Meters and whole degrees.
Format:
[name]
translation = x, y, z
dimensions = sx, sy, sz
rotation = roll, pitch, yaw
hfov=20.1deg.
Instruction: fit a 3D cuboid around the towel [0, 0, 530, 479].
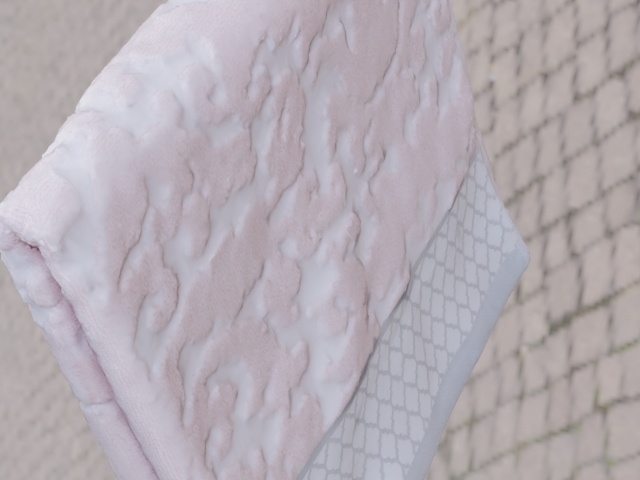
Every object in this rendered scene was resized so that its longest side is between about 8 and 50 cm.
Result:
[towel]
translation = 0.000, 0.000, 0.857
dimensions = 0.053, 0.317, 0.332
rotation = 4, 43, 30
